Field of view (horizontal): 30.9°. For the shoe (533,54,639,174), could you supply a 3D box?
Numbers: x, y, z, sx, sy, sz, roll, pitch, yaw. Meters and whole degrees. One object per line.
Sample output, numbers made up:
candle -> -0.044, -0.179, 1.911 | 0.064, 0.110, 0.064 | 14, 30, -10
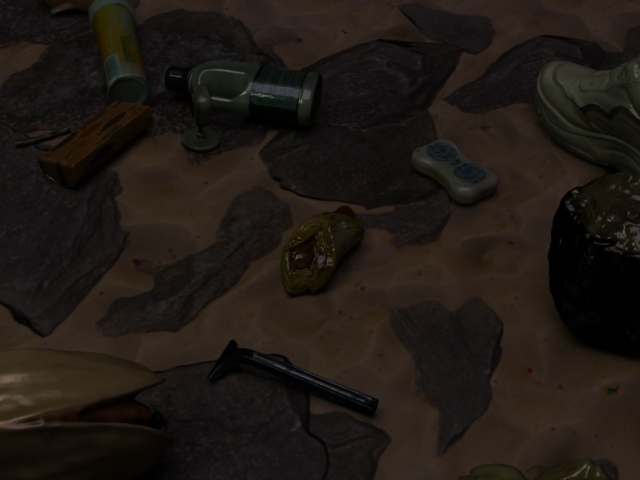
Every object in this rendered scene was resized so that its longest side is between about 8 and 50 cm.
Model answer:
shoe -> 0.432, -0.194, 1.578 | 0.132, 0.210, 0.342 | -20, 45, -25

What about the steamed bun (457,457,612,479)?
steamed bun -> 0.213, 0.275, 1.095 | 0.177, 0.106, 0.192 | 4, 39, -2

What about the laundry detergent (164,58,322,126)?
laundry detergent -> -0.114, -0.220, 1.674 | 0.225, 0.070, 0.099 | 10, 47, 6

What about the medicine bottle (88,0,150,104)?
medicine bottle -> -0.302, -0.283, 1.737 | 0.074, 0.074, 0.218 | -7, 44, -12

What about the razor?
razor -> -0.027, 0.153, 1.275 | 0.190, 0.033, 0.066 | 17, 43, 15

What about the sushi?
sushi -> 0.443, 0.028, 1.352 | 0.350, 0.171, 0.211 | 9, 39, 4

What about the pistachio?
pistachio -> -0.259, 0.178, 1.138 | 0.229, 0.157, 0.157 | -3, 40, -22

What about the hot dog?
hot dog -> 0.001, 0.000, 1.434 | 0.078, 0.061, 0.169 | 19, 43, 20

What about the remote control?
remote control -> 0.183, -0.096, 1.581 | 0.074, 0.032, 0.122 | -26, 48, -29

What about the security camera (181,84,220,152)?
security camera -> -0.166, -0.171, 1.597 | 0.058, 0.092, 0.058 | 1, 42, -1

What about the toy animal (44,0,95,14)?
toy animal -> -0.397, -0.414, 1.871 | 0.150, 0.089, 0.083 | 14, 38, -1

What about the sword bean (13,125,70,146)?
sword bean -> -0.387, -0.144, 1.611 | 0.083, 0.012, 0.012 | -21, 46, -27

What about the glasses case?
glasses case -> -0.304, -0.133, 1.583 | 0.064, 0.041, 0.170 | 13, 41, 28
